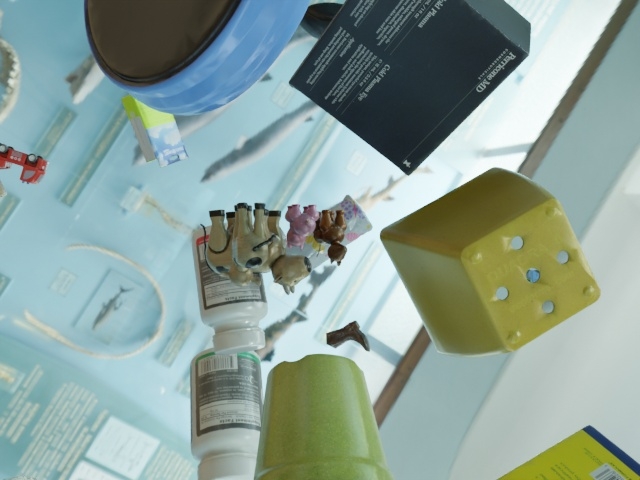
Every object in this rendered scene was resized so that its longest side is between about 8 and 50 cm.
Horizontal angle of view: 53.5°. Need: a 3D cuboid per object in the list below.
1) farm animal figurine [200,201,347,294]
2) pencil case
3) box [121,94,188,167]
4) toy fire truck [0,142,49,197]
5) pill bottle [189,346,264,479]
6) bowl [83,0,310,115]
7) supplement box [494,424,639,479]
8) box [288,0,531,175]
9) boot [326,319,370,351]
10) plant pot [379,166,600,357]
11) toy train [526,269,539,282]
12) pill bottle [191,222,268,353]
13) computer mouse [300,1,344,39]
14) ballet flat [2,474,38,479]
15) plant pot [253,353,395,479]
[{"bbox_3d":[-0.111,0.023,1.259,0.327,0.330,0.172,-1,-91,38],"label":"farm animal figurine"},{"bbox_3d":[0.000,0.000,1.610,0.273,0.113,0.124,-36,169,0],"label":"pencil case"},{"bbox_3d":[-0.390,-0.266,1.508,0.042,0.178,0.109,-11,-166,33],"label":"box"},{"bbox_3d":[-0.683,-0.138,1.331,0.047,0.192,0.135,-166,-86,-84],"label":"toy fire truck"},{"bbox_3d":[-0.250,0.486,1.720,0.204,0.204,0.361,-45,-140,38],"label":"pill bottle"},{"bbox_3d":[-0.161,-0.353,0.781,0.391,0.077,0.391,-6,-100,38],"label":"bowl"},{"bbox_3d":[0.378,0.497,1.037,0.195,0.356,0.194,41,-38,48],"label":"supplement box"},{"bbox_3d":[0.171,-0.362,1.234,0.343,0.312,0.179,-45,-168,38],"label":"box"},{"bbox_3d":[0.079,0.304,1.889,0.114,0.106,0.037,-29,174,17],"label":"boot"},{"bbox_3d":[0.237,0.037,0.848,0.212,0.212,0.187,-29,-171,-7],"label":"plant pot"},{"bbox_3d":[0.540,0.127,1.589,0.080,0.105,0.184,-61,176,27],"label":"toy train"},{"bbox_3d":[-0.230,0.127,1.643,0.176,0.176,0.318,-33,-117,56],"label":"pill bottle"},{"bbox_3d":[0.090,-0.510,1.431,0.184,0.262,0.060,114,-27,-62],"label":"computer mouse"},{"bbox_3d":[-0.362,0.509,0.878,0.147,0.147,0.409,-164,-109,-74],"label":"ballet flat"},{"bbox_3d":[-0.003,0.346,1.097,0.276,0.276,0.254,-44,-142,40],"label":"plant pot"}]
